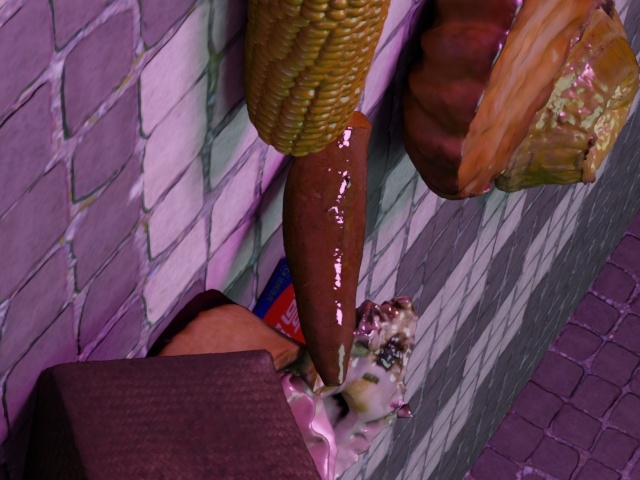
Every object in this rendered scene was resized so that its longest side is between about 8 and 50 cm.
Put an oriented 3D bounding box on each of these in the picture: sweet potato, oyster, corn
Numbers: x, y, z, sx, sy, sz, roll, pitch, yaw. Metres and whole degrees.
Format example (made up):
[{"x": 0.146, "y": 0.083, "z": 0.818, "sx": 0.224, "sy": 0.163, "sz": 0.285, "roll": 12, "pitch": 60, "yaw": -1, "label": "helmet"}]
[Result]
[{"x": 0.000, "y": 0.000, "z": 1.564, "sx": 0.077, "sy": 0.077, "sz": 0.243, "roll": 65, "pitch": 30, "yaw": -72, "label": "sweet potato"}, {"x": -0.018, "y": 0.196, "z": 1.949, "sx": 0.354, "sy": 0.107, "sz": 0.201, "roll": -49, "pitch": 144, "yaw": -1, "label": "oyster"}, {"x": -0.002, "y": -0.173, "z": 1.296, "sx": 0.106, "sy": 0.106, "sz": 0.305, "roll": -51, "pitch": 167, "yaw": -33, "label": "corn"}]

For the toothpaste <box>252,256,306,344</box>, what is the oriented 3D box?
[{"x": -0.075, "y": 0.170, "z": 1.742, "sx": 0.320, "sy": 0.066, "sz": 0.076, "roll": -62, "pitch": 165, "yaw": 0, "label": "toothpaste"}]

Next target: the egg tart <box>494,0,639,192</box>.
[{"x": 0.315, "y": -0.170, "z": 2.330, "sx": 0.290, "sy": 0.115, "sz": 0.290, "roll": -56, "pitch": 164, "yaw": -25, "label": "egg tart"}]

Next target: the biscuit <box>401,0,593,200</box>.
[{"x": 0.170, "y": -0.191, "z": 1.824, "sx": 0.326, "sy": 0.107, "sz": 0.326, "roll": -58, "pitch": 166, "yaw": -23, "label": "biscuit"}]

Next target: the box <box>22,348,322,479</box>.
[{"x": -0.124, "y": 0.224, "z": 1.382, "sx": 0.184, "sy": 0.143, "sz": 0.273, "roll": -2, "pitch": 132, "yaw": -24, "label": "box"}]

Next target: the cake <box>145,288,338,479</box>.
[{"x": -0.060, "y": 0.160, "z": 1.564, "sx": 0.207, "sy": 0.178, "sz": 0.185, "roll": -55, "pitch": 164, "yaw": -32, "label": "cake"}]
